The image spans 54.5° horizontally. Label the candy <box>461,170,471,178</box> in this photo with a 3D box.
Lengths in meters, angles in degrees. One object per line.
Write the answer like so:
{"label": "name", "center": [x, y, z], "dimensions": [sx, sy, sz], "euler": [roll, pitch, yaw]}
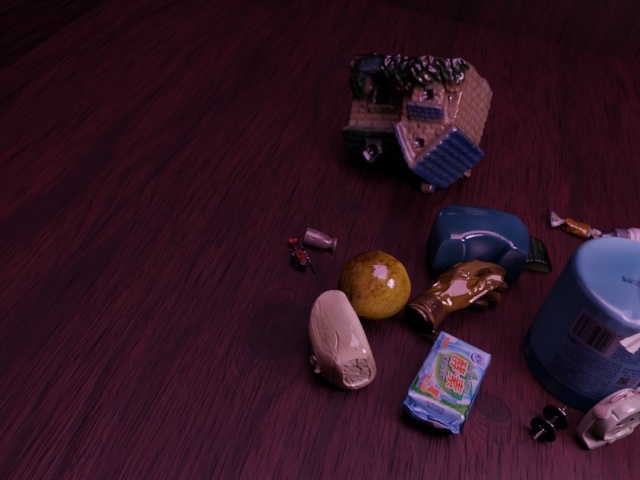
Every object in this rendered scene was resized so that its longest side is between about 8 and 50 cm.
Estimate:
{"label": "candy", "center": [0.505, -0.289, 2.319], "dimensions": [0.055, 0.049, 0.185], "euler": [21, 27, -34]}

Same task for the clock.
{"label": "clock", "center": [0.708, 0.415, 1.481], "dimensions": [0.151, 0.191, 0.062], "euler": [-10, 46, -20]}

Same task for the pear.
{"label": "pear", "center": [0.140, 0.129, 1.687], "dimensions": [0.197, 0.197, 0.197], "euler": [5, 43, -5]}

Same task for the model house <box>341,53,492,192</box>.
{"label": "model house", "center": [0.303, -0.380, 2.103], "dimensions": [0.445, 0.400, 0.395], "euler": [13, 3, 28]}

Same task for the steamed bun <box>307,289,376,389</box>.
{"label": "steamed bun", "center": [0.036, 0.253, 1.558], "dimensions": [0.152, 0.170, 0.239], "euler": [-22, 49, -5]}

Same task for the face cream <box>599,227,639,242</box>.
{"label": "face cream", "center": [1.078, 0.008, 2.062], "dimensions": [0.311, 0.092, 0.092], "euler": [8, 43, -4]}

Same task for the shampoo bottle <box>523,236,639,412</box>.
{"label": "shampoo bottle", "center": [0.739, 0.215, 1.591], "dimensions": [0.331, 0.343, 0.331], "euler": [5, 43, -5]}

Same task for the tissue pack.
{"label": "tissue pack", "center": [0.470, 0.001, 1.875], "dimensions": [0.287, 0.198, 0.206], "euler": [6, 44, -1]}

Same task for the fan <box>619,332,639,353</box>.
{"label": "fan", "center": [0.794, 0.170, 1.387], "dimensions": [0.414, 0.012, 0.233], "euler": [-15, 48, -29]}

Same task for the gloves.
{"label": "gloves", "center": [0.386, 0.144, 1.744], "dimensions": [0.331, 0.154, 0.141], "euler": [-25, 54, -24]}

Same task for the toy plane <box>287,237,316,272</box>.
{"label": "toy plane", "center": [-0.065, 0.042, 1.850], "dimensions": [0.060, 0.037, 0.145], "euler": [-9, 47, -25]}

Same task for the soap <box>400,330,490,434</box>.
{"label": "soap", "center": [0.318, 0.353, 1.557], "dimensions": [0.156, 0.077, 0.293], "euler": [25, 45, 15]}

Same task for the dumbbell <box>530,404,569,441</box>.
{"label": "dumbbell", "center": [0.557, 0.444, 1.511], "dimensions": [0.147, 0.069, 0.069], "euler": [-28, 54, -33]}

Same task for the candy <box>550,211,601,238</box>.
{"label": "candy", "center": [0.862, -0.043, 2.111], "dimensions": [0.182, 0.046, 0.053], "euler": [23, 41, 7]}

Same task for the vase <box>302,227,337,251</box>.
{"label": "vase", "center": [0.000, 0.000, 1.896], "dimensions": [0.100, 0.053, 0.053], "euler": [17, 43, 2]}

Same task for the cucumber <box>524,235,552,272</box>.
{"label": "cucumber", "center": [0.673, 0.043, 1.972], "dimensions": [0.116, 0.062, 0.115], "euler": [6, 46, -2]}
